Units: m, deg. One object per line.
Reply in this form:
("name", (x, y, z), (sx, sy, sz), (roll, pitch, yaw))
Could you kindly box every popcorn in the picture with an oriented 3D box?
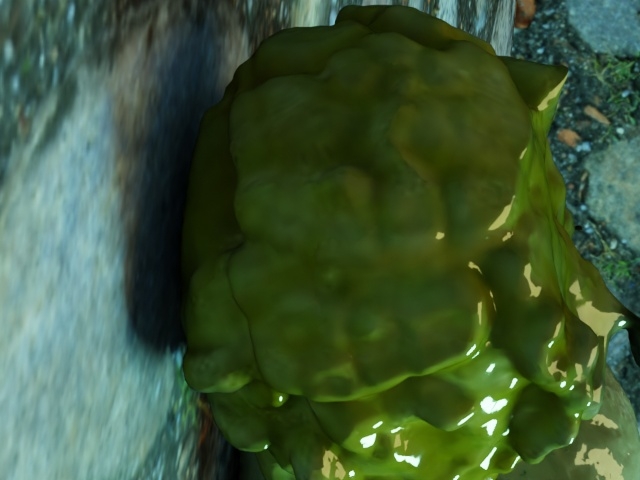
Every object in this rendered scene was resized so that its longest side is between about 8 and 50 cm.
("popcorn", (0.043, 0.011, 0.867), (0.249, 0.225, 0.249), (2, 90, -77))

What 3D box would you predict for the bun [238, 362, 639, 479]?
("bun", (0.062, 0.127, 1.046), (0.160, 0.259, 0.259), (52, 45, -70))
